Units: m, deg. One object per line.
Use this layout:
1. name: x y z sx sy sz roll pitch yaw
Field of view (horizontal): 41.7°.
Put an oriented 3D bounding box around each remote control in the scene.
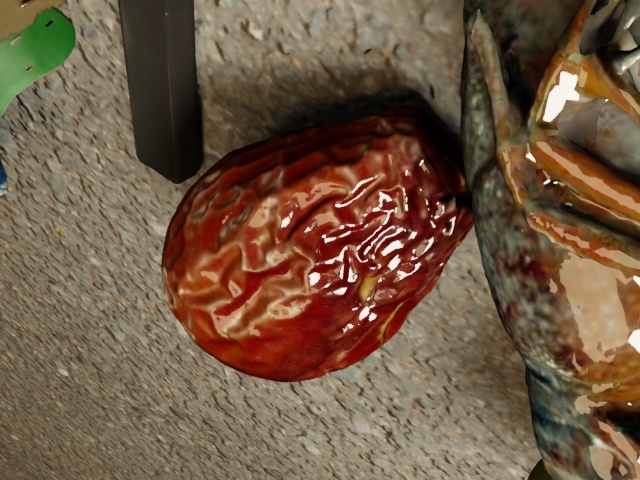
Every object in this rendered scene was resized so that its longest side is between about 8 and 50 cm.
1. remote control: -0.116 -0.136 0.594 0.063 0.025 0.245 30 145 17

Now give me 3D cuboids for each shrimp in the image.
1. shrimp: 0.139 -0.044 0.370 0.137 0.172 0.372 0 100 32

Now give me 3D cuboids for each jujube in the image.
1. jujube: 0.000 0.000 0.554 0.168 0.168 0.236 45 130 -13

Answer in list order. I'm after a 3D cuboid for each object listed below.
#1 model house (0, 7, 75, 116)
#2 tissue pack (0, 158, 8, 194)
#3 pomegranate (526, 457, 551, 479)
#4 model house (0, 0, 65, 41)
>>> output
1. model house: -0.282 -0.171 0.620 0.088 0.117 0.167 -9 129 51
2. tissue pack: -0.408 -0.125 0.708 0.263 0.146 0.198 57 168 -26
3. pomegranate: 0.217 0.171 0.487 0.341 0.260 0.260 60 145 4
4. model house: -0.239 -0.166 0.420 0.176 0.248 0.181 -24 114 9
